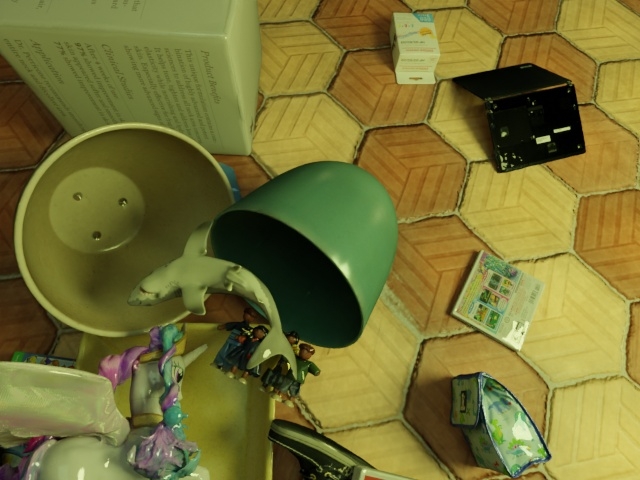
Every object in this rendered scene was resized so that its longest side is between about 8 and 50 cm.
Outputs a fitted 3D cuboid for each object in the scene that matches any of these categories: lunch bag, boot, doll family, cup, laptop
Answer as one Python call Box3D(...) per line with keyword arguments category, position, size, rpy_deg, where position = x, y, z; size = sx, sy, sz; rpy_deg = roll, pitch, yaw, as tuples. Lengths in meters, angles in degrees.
Box3D(category="lunch bag", position=(0.279, 0.295, 0.676), size=(0.096, 0.129, 0.151), rpy_deg=(-18, 70, -11))
Box3D(category="boot", position=(-0.011, 0.398, 0.615), size=(0.236, 0.085, 0.179), rpy_deg=(36, 71, -15))
Box3D(category="doll family", position=(-0.089, 0.177, 0.652), size=(0.192, 0.076, 0.111), rpy_deg=(22, 73, 9))
Box3D(category="cup", position=(-0.346, -0.033, 0.705), size=(0.236, 0.331, 0.331), rpy_deg=(16, 62, 44))
Box3D(category="laptop", position=(0.481, -0.310, 1.000), size=(0.234, 0.136, 0.265), rpy_deg=(-14, 94, -8))

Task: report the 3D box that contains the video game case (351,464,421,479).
Box3D(category="video game case", position=(0.100, 0.499, 0.586), size=(0.204, 0.025, 0.285), rpy_deg=(26, 69, -22))

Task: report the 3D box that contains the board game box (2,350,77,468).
Box3D(category="board game box", position=(-0.479, 0.299, 0.687), size=(0.136, 0.035, 0.201), rpy_deg=(7, 68, 0))

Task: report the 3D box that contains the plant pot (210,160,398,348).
Box3D(category="plant pot", position=(0.000, 0.000, 0.712), size=(0.293, 0.293, 0.235), rpy_deg=(33, 53, 11))

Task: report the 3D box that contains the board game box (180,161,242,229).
Box3D(category="board game box", position=(-0.236, -0.087, 0.862), size=(0.133, 0.033, 0.169), rpy_deg=(-16, 75, -13))

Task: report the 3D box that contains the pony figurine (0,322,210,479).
Box3D(category="pony figurine", position=(-0.298, 0.277, 0.510), size=(0.350, 0.302, 0.364), rpy_deg=(12, 58, -39))

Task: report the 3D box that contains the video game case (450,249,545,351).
Box3D(category="video game case", position=(0.356, 0.116, 0.814), size=(0.143, 0.019, 0.157), rpy_deg=(29, 70, 9))

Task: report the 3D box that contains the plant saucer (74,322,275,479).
Box3D(category="plant saucer", position=(-0.240, 0.309, 0.671), size=(0.332, 0.081, 0.333), rpy_deg=(2, 67, -2))

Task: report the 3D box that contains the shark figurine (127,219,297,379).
Box3D(category="shark figurine", position=(-0.132, 0.082, 0.619), size=(0.278, 0.116, 0.166), rpy_deg=(21, 70, 20))

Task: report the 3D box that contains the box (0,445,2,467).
Box3D(category="box", position=(-0.643, 0.413, 0.533), size=(0.343, 0.179, 0.313), rpy_deg=(-18, 70, -1))

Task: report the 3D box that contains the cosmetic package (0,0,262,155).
Box3D(category="cosmetic package", position=(-0.336, -0.403, 0.826), size=(0.393, 0.329, 0.328), rpy_deg=(3, 67, -2))

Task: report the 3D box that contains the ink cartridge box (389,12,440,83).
Box3D(category="ink cartridge box", position=(0.239, -0.488, 1.034), size=(0.104, 0.062, 0.181), rpy_deg=(-2, 68, -3))
